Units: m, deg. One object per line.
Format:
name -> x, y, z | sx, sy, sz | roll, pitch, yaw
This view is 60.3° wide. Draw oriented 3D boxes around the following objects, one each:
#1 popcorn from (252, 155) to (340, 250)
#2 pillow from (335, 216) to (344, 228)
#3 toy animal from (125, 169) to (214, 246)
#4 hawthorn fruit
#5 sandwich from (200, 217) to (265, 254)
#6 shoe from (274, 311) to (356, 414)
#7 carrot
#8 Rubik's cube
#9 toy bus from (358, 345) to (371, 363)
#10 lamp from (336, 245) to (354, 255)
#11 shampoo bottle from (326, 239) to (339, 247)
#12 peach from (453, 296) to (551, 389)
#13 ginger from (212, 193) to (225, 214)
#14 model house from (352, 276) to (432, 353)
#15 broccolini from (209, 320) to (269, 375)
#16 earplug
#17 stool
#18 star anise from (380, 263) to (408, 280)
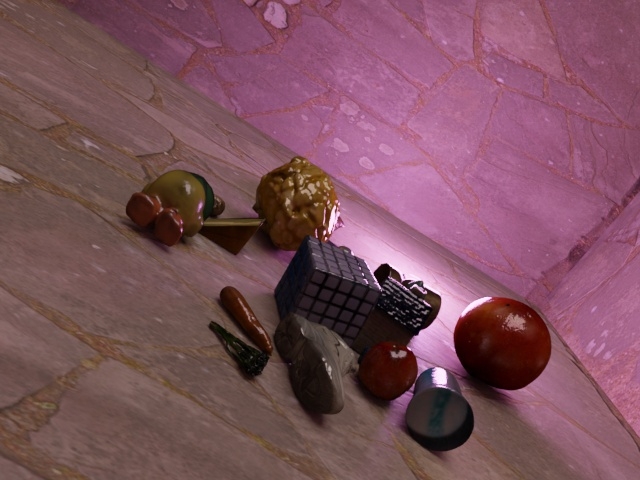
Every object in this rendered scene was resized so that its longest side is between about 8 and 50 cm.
popcorn -> -0.078, -0.134, 2.161 | 0.354, 0.344, 0.390 | 13, 20, -36
pillow -> -0.043, -0.136, 2.621 | 0.308, 0.108, 0.305 | 38, 20, 7
toy animal -> -0.442, -0.126, 1.729 | 0.216, 0.191, 0.338 | 34, 17, -1
hawthorn fruit -> 0.199, 0.374, 1.603 | 0.173, 0.173, 0.173 | 31, 18, -11
sandwich -> -0.308, -0.060, 1.885 | 0.187, 0.144, 0.117 | 33, 15, -5
shoe -> 0.023, 0.329, 1.469 | 0.210, 0.132, 0.342 | 20, 18, -31
carrot -> -0.200, 0.215, 1.502 | 0.248, 0.059, 0.059 | 47, 21, 28
Rubik's cube -> 0.016, 0.162, 1.704 | 0.238, 0.237, 0.237 | 21, 20, -19
toy bus -> 0.200, 0.397, 1.725 | 0.166, 0.065, 0.047 | 32, 17, -1
lamp -> 0.092, 0.074, 2.321 | 0.105, 0.105, 0.105 | 31, 18, -11
shampoo bottle -> 0.000, 0.000, 2.439 | 0.233, 0.049, 0.087 | 38, 14, 10
peach -> 0.705, 0.405, 2.169 | 0.388, 0.388, 0.388 | 31, 18, -11
ginger -> -0.438, -0.170, 2.048 | 0.204, 0.080, 0.104 | 41, -6, 14
model house -> 0.245, 0.245, 1.873 | 0.243, 0.284, 0.298 | 40, 17, 2
broccolini -> -0.212, 0.270, 1.376 | 0.201, 0.058, 0.074 | 26, -3, 30
earplug -> 0.357, 0.474, 1.659 | 0.185, 0.185, 0.324 | 36, 11, 6
stool -> 0.333, 0.229, 2.225 | 0.264, 0.179, 0.179 | 30, 18, -16
star anise -> 0.360, 0.194, 2.509 | 0.236, 0.093, 0.229 | 41, 18, 14
